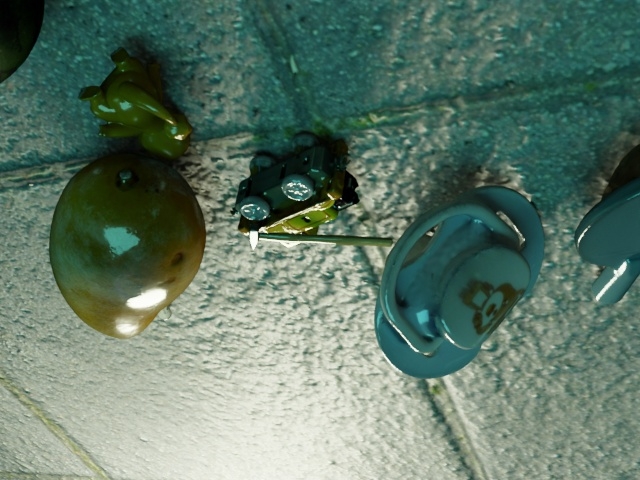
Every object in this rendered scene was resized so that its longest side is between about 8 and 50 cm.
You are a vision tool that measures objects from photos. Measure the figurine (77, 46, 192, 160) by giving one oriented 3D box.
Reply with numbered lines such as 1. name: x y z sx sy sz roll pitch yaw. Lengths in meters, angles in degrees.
1. figurine: -0.212 -0.157 1.046 0.122 0.121 0.176 28 169 26

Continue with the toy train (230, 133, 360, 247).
1. toy train: -0.028 -0.062 1.101 0.219 0.089 0.127 -22 136 36

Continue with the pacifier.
1. pacifier: 0.158 0.036 1.078 0.227 0.279 0.207 43 175 -28

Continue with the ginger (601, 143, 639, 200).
1. ginger: 0.393 -0.094 0.917 0.051 0.070 0.173 15 146 -24

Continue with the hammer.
1. hammer: 0.000 0.000 1.115 0.198 0.013 0.062 3 154 -6

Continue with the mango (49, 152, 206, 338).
1. mango: -0.284 0.017 1.190 0.221 0.199 0.384 7 142 -11

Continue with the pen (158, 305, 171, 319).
1. pen: -0.292 0.063 1.380 0.025 0.025 0.204 5 136 16

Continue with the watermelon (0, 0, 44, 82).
1. watermelon: -0.432 -0.279 0.901 0.242 0.242 0.242 11 138 10

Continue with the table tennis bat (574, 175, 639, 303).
1. table tennis bat: 0.402 -0.008 0.975 0.215 0.044 0.329 -8 153 -7
